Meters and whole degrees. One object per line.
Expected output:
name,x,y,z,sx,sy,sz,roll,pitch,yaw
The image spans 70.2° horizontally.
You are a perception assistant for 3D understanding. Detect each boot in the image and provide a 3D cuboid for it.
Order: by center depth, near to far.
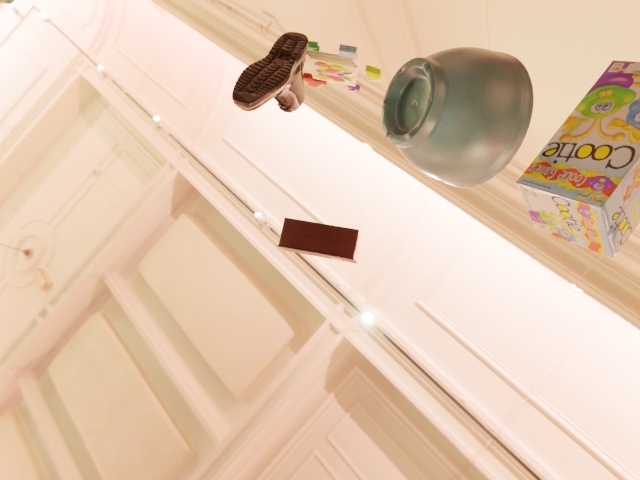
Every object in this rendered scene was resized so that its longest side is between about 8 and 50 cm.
boot,-0.077,-0.262,0.825,0.077,0.137,0.198,28,-119,17

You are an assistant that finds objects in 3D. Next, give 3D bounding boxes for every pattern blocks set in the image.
pattern blocks set,0.033,-0.489,1.305,0.285,0.325,0.026,12,-88,17

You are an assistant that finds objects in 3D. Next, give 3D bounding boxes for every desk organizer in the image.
desk organizer,0.000,0.000,0.755,0.130,0.047,0.050,10,-98,13

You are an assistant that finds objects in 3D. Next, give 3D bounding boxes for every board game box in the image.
board game box,0.478,-0.138,0.746,0.275,0.144,0.142,-50,-140,-6

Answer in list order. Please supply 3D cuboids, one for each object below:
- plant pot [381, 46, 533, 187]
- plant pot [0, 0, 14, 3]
plant pot,0.254,-0.268,0.953,0.293,0.196,0.293,-19,-112,61
plant pot,-0.259,-0.245,0.237,0.293,0.235,0.293,-11,-147,8
